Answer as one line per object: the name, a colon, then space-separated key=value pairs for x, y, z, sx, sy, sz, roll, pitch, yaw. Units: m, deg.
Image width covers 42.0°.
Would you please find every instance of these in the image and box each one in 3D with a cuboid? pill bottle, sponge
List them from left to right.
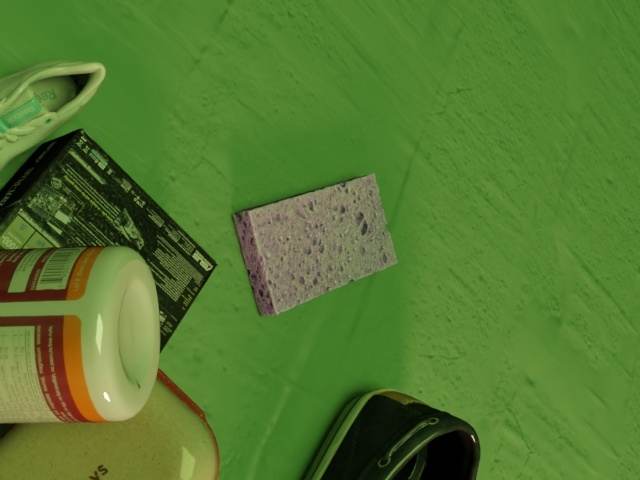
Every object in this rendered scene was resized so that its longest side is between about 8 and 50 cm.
pill bottle: x=-0.234 y=0.067 z=0.580 sx=0.121 sy=0.221 sz=0.121 roll=-2 pitch=90 yaw=-83
sponge: x=0.000 y=0.000 z=0.954 sx=0.210 sy=0.031 sz=0.117 roll=-20 pitch=98 yaw=-44

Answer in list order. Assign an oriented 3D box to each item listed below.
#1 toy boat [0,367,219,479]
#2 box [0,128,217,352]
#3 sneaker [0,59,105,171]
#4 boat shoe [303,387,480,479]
toy boat: x=-0.191 y=0.206 z=0.674 sx=0.151 sy=0.151 sz=0.231 roll=43 pitch=80 yaw=5
box: x=-0.202 y=0.021 z=0.723 sx=0.180 sy=0.077 sz=0.147 roll=48 pitch=55 yaw=-29
sneaker: x=-0.262 y=-0.093 z=0.670 sx=0.212 sy=0.094 sz=0.080 roll=-49 pitch=119 yaw=-36
boat shoe: x=0.026 y=0.375 z=0.847 sx=0.187 sy=0.156 sz=0.500 roll=49 pitch=55 yaw=-30
